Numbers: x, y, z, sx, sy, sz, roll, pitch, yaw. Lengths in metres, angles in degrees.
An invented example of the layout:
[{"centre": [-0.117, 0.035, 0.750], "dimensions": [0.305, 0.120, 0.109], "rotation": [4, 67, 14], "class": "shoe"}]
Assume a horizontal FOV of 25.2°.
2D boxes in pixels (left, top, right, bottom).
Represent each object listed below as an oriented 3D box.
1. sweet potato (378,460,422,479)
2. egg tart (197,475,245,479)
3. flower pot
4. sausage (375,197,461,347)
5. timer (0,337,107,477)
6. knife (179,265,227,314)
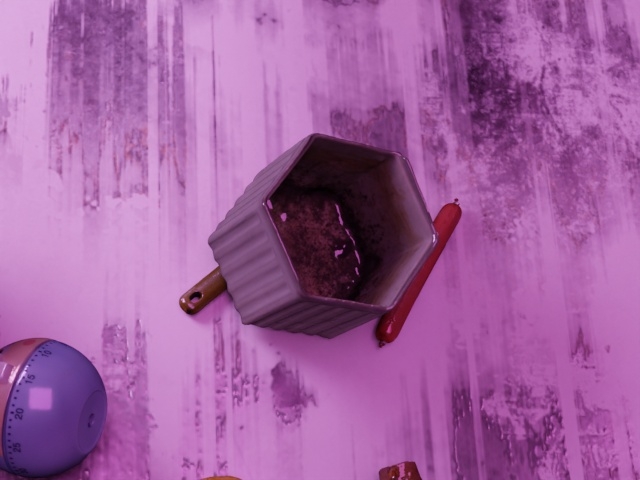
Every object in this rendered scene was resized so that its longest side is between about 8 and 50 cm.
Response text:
[{"centre": [0.124, 0.408, 1.717], "dimensions": [0.059, 0.067, 0.281], "rotation": [-17, 74, 16], "class": "sweet potato"}, {"centre": [-0.100, 0.484, 1.548], "dimensions": [0.443, 0.178, 0.443], "rotation": [7, 68, -16], "class": "egg tart"}, {"centre": [0.000, 0.000, 1.769], "dimensions": [0.239, 0.189, 0.209], "rotation": [11, 71, -24], "class": "flower pot"}, {"centre": [0.132, 0.039, 1.897], "dimensions": [0.034, 0.034, 0.253], "rotation": [32, 62, -1], "class": "sausage"}, {"centre": [-0.366, 0.170, 1.618], "dimensions": [0.255, 0.175, 0.175], "rotation": [23, 62, -5], "class": "timer"}, {"centre": [-0.063, -0.021, 1.869], "dimensions": [0.061, 0.027, 0.343], "rotation": [45, 62, 11], "class": "knife"}]
